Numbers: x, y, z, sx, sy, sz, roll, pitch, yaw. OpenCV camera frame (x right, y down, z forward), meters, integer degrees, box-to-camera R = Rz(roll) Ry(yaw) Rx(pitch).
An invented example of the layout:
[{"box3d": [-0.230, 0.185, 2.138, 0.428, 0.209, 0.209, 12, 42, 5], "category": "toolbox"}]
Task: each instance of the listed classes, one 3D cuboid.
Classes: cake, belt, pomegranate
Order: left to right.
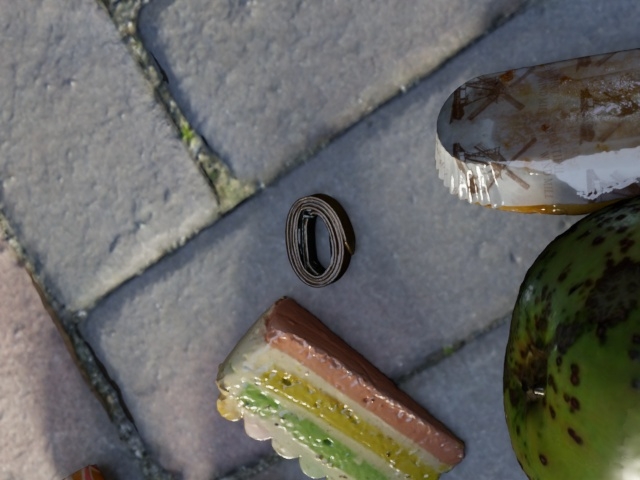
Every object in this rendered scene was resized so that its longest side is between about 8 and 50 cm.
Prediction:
[{"box3d": [0.000, 0.000, 1.101, 0.059, 0.036, 0.083, -5, 94, 18], "category": "belt"}, {"box3d": [0.009, 0.157, 1.087, 0.225, 0.090, 0.109, 40, 102, 11], "category": "cake"}, {"box3d": [0.312, 0.095, 0.910, 0.340, 0.285, 0.285, -3, 95, -11], "category": "pomegranate"}]

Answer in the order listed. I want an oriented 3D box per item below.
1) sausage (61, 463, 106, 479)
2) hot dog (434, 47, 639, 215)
[{"box3d": [-0.171, 0.366, 1.166, 0.093, 0.093, 0.312, -37, 83, 18], "category": "sausage"}, {"box3d": [0.219, -0.086, 0.977, 0.267, 0.075, 0.144, -2, 62, 20], "category": "hot dog"}]
